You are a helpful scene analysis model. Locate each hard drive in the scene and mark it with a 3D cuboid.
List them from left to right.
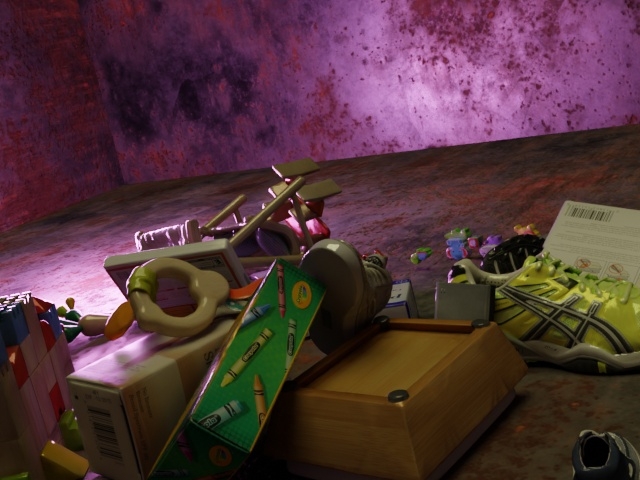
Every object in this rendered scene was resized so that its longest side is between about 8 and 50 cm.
[{"bbox_3d":[0.204,0.129,1.294,0.094,0.135,0.022,1,-3,45],"label":"hard drive"}]

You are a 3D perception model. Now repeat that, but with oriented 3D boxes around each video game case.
[{"bbox_3d":[-0.194,0.110,1.454,0.204,0.285,0.025,-9,46,14],"label":"video game case"}]

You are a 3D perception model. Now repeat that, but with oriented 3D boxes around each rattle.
[{"bbox_3d":[-0.190,0.106,1.308,0.199,0.143,0.130,-3,39,-37],"label":"rattle"}]

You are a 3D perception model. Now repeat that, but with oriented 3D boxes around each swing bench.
[{"bbox_3d":[-0.165,0.012,1.655,0.254,0.165,0.253,-24,9,-31],"label":"swing bench"}]

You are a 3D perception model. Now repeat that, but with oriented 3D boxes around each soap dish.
[{"bbox_3d":[0.097,0.194,1.149,0.229,0.118,0.291,-1,18,38],"label":"soap dish"}]

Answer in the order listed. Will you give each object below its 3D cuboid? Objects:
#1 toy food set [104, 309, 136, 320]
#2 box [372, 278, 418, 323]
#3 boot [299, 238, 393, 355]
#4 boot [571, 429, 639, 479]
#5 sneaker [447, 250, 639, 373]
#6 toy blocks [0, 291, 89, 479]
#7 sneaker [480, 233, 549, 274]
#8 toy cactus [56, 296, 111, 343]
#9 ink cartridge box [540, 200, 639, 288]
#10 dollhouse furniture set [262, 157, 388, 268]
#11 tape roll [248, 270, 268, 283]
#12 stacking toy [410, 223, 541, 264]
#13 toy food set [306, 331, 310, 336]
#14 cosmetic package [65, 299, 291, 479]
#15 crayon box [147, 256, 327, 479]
[{"bbox_3d":[-0.369,0.139,1.913,0.132,0.038,0.192,-11,10,-39],"label":"toy food set"},{"bbox_3d":[0.095,0.125,1.530,0.126,0.072,0.137,-10,14,11],"label":"box"},{"bbox_3d":[0.042,0.053,1.248,0.095,0.258,0.123,31,59,18],"label":"boot"},{"bbox_3d":[0.292,0.223,0.926,0.069,0.086,0.190,-8,14,18],"label":"boot"},{"bbox_3d":[0.348,0.095,1.278,0.384,0.147,0.145,-4,14,25],"label":"sneaker"},{"bbox_3d":[-0.444,0.197,1.295,0.191,0.261,0.381,-12,13,1],"label":"toy blocks"},{"bbox_3d":[0.385,0.037,1.607,0.271,0.100,0.108,-11,-9,-33],"label":"sneaker"},{"bbox_3d":[-0.515,0.166,1.866,0.180,0.112,0.219,-3,4,-6],"label":"toy cactus"},{"bbox_3d":[0.489,0.047,1.445,0.275,0.060,0.239,11,49,31],"label":"ink cartridge box"},{"bbox_3d":[0.000,0.000,1.808,0.135,0.262,0.259,-18,48,-31],"label":"dollhouse furniture set"},{"bbox_3d":[-0.168,0.121,1.777,0.219,0.072,0.219,-12,14,3],"label":"tape roll"},{"bbox_3d":[0.315,0.016,1.849,0.221,0.052,0.167,-3,14,41],"label":"stacking toy"},{"bbox_3d":[-0.060,0.131,1.632,0.111,0.104,0.232,-11,-1,34],"label":"toy food set"},{"bbox_3d":[-0.189,0.205,1.284,0.129,0.153,0.296,2,20,40],"label":"cosmetic package"},{"bbox_3d":[-0.098,0.172,1.119,0.165,0.081,0.278,-55,6,43],"label":"crayon box"}]
